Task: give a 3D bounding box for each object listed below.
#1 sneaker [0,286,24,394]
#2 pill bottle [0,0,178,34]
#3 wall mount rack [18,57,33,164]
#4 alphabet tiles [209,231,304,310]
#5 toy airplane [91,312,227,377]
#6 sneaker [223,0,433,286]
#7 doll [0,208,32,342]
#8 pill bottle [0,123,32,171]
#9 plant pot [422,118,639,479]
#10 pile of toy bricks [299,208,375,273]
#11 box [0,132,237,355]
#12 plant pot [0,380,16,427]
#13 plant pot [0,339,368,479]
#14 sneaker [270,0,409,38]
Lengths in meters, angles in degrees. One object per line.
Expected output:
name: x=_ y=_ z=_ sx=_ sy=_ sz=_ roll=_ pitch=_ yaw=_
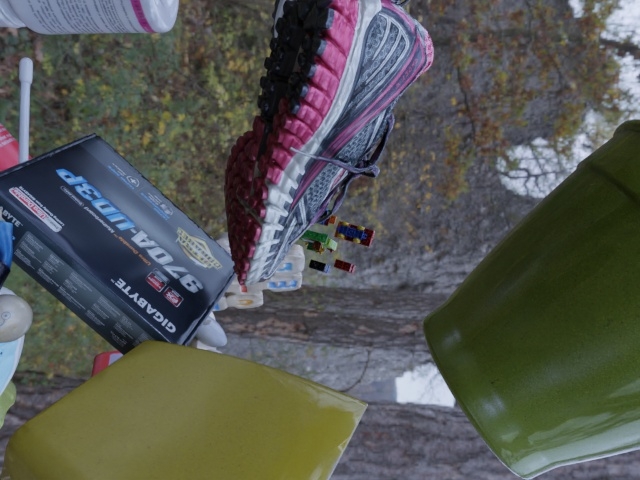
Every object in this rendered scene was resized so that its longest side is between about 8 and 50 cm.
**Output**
sneaker: x=-0.586 y=0.253 z=0.899 sx=0.150 sy=0.135 sz=0.365 roll=6 pitch=-105 yaw=67
pill bottle: x=-0.378 y=-0.401 z=0.862 sx=0.160 sy=0.283 sz=0.160 roll=0 pitch=90 yaw=-87
wall mount rack: x=-0.525 y=-0.117 z=0.769 sx=0.130 sy=0.350 sz=0.304 roll=111 pitch=-26 yaw=-50
alphabet tiles: x=-0.166 y=0.049 z=0.782 sx=0.278 sy=0.284 sz=0.021 roll=99 pitch=-15 yaw=-65
toy airplane: x=-0.287 y=0.354 z=1.319 sx=0.386 sy=0.272 sz=0.384 roll=53 pitch=32 yaw=8
sneaker: x=-0.008 y=-0.065 z=0.494 sx=0.299 sy=0.112 sz=0.120 roll=-59 pitch=-143 yaw=39
doll: x=-0.300 y=0.013 z=0.420 sx=0.129 sy=0.189 sz=0.046 roll=-53 pitch=-169 yaw=-19
pill bottle: x=-0.686 y=-0.154 z=1.021 sx=0.407 sy=0.229 sz=0.229 roll=55 pitch=19 yaw=-21
plant pot: x=0.333 y=0.104 z=0.700 sx=0.366 sy=0.353 sz=0.366 roll=50 pitch=14 yaw=-18
pile of toy bricks: x=0.000 y=0.000 z=1.086 sx=0.118 sy=0.212 sz=0.105 roll=-71 pitch=160 yaw=-5
box: x=-0.198 y=0.004 z=0.559 sx=0.220 sy=0.051 sz=0.175 roll=44 pitch=25 yaw=-9
plant pot: x=-0.733 y=0.276 z=1.046 sx=0.254 sy=0.276 sz=0.276 roll=56 pitch=26 yaw=-37
plant pot: x=-0.115 y=0.202 z=0.420 sx=0.212 sy=0.187 sz=0.212 roll=-39 pitch=155 yaw=-62
sneaker: x=0.035 y=-0.253 z=0.556 sx=0.100 sy=0.108 sz=0.271 roll=-37 pitch=169 yaw=-41
